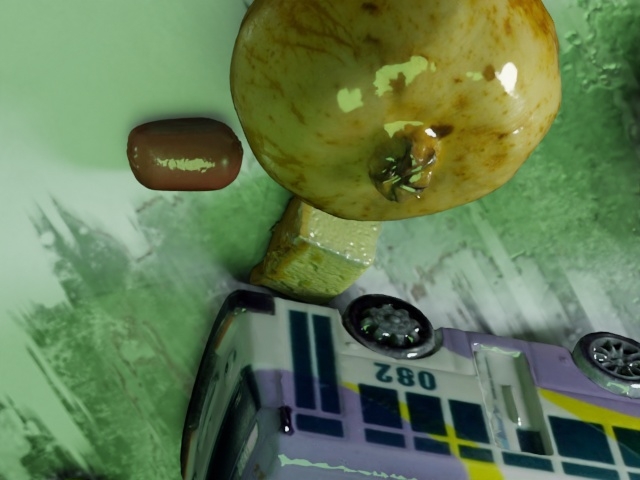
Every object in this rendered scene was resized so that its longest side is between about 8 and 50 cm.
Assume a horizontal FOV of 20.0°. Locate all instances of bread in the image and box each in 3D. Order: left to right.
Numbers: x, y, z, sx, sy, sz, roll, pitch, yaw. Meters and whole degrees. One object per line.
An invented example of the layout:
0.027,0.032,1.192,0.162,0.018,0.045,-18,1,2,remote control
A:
0.000,0.000,1.522,0.084,0.080,0.109,23,147,-16,bread

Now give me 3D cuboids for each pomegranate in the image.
0.056,-0.123,1.348,0.248,0.248,0.248,-2,116,-5,pomegranate

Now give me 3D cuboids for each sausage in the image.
-0.108,-0.069,1.452,0.094,0.059,0.054,-1,110,-3,sausage

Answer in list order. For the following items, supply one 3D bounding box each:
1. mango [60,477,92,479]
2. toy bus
-0.198,0.284,1.610,0.091,0.074,0.165,-23,116,8,mango
0.114,0.207,1.492,0.440,0.249,0.209,11,122,-12,toy bus
